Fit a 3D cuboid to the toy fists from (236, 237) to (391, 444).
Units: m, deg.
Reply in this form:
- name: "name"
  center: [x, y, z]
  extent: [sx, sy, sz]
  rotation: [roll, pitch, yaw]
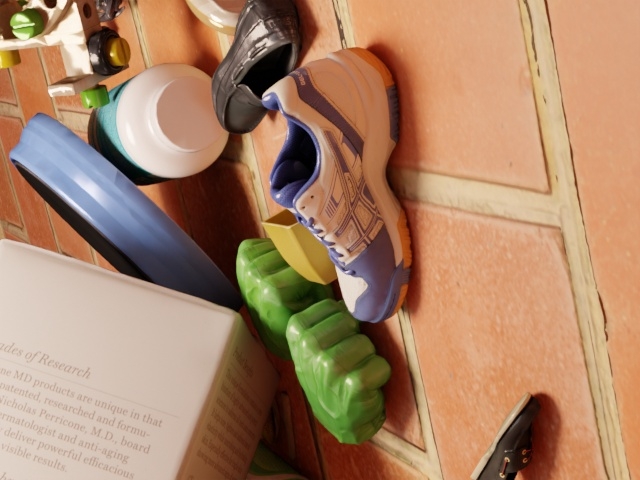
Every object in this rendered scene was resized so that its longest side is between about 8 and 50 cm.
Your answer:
- name: "toy fists"
  center: [-0.010, 0.100, 1.479]
  extent: [0.279, 0.096, 0.142]
  rotation: [52, 166, 41]

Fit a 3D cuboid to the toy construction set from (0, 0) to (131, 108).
- name: "toy construction set"
  center: [-0.355, -0.286, 1.655]
  extent: [0.309, 0.257, 0.237]
  rotation: [-95, -14, -69]

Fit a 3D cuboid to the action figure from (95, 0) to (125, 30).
- name: "action figure"
  center: [-0.351, -0.368, 1.858]
  extent: [0.276, 0.141, 0.164]
  rotation: [140, 122, -68]

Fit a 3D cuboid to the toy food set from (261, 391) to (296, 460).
- name: "toy food set"
  center: [-0.098, 0.232, 1.859]
  extent: [0.192, 0.039, 0.132]
  rotation: [38, 141, 54]

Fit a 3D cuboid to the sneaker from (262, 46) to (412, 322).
- name: "sneaker"
  center: [0.008, -0.042, 1.281]
  extent: [0.112, 0.131, 0.296]
  rotation: [33, 138, 54]

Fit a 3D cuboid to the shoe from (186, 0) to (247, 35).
- name: "shoe"
  center: [-0.129, -0.320, 1.455]
  extent: [0.058, 0.077, 0.219]
  rotation: [98, 149, -56]

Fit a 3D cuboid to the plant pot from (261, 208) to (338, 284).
- name: "plant pot"
  center: [0.000, 0.000, 1.405]
  extent: [0.081, 0.081, 0.083]
  rotation: [11, 129, 65]

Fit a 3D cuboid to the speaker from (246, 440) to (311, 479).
- name: "speaker"
  center: [-0.101, 0.350, 1.843]
  extent: [0.296, 0.131, 0.131]
  rotation: [25, 129, 60]

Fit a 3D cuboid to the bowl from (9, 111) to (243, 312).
- name: "bowl"
  center: [-0.273, -0.013, 1.787]
  extent: [0.391, 0.077, 0.391]
  rotation: [41, 170, 9]

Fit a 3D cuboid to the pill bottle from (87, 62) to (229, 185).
- name: "pill bottle"
  center: [-0.206, -0.150, 1.673]
  extent: [0.264, 0.146, 0.146]
  rotation: [-3, 104, 68]

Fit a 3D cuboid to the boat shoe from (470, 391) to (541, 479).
- name: "boat shoe"
  center: [0.178, 0.187, 1.180]
  extent: [0.042, 0.049, 0.133]
  rotation: [33, 137, 15]

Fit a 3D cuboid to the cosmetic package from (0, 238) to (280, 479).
- name: "cosmetic package"
  center: [-0.280, 0.266, 1.612]
  extent: [0.329, 0.327, 0.393]
  rotation: [70, -142, -69]

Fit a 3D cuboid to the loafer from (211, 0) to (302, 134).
- name: "loafer"
  center: [-0.071, -0.180, 1.426]
  extent: [0.223, 0.076, 0.078]
  rotation: [117, 138, -56]
